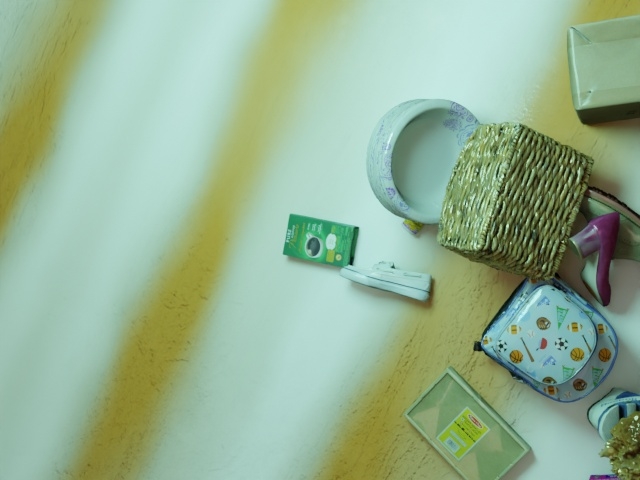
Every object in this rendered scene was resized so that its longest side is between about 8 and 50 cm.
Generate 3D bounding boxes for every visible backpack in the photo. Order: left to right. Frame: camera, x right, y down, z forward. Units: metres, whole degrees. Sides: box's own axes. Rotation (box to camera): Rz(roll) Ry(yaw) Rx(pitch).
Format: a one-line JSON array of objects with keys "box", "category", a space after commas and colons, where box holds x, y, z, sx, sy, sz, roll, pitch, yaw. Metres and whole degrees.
[{"box": [0.518, 0.221, 1.841, 0.263, 0.213, 0.276, 37, 101, 6], "category": "backpack"}]

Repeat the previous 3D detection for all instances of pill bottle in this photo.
[{"box": [0.238, -0.056, 2.024, 0.043, 0.043, 0.083, 43, 105, 16], "category": "pill bottle"}]

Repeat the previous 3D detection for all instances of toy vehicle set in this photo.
[{"box": [0.348, 0.455, 1.993, 0.267, 0.035, 0.166, 46, 106, 15], "category": "toy vehicle set"}]

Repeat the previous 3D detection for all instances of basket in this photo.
[{"box": [0.414, -0.084, 1.823, 0.223, 0.213, 0.299, 20, 86, -24], "category": "basket"}]

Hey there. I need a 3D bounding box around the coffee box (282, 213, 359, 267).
[{"box": [0.000, 0.000, 2.120, 0.184, 0.040, 0.113, 10, 95, 20], "category": "coffee box"}]

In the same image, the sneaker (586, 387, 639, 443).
[{"box": [0.718, 0.376, 1.802, 0.316, 0.182, 0.127, 3, 94, -8], "category": "sneaker"}]

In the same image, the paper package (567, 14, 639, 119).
[{"box": [0.671, -0.350, 1.701, 0.310, 0.325, 0.168, -6, 89, 21], "category": "paper package"}]

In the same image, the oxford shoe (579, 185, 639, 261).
[{"box": [0.638, -0.026, 1.829, 0.348, 0.123, 0.130, 33, 108, 19], "category": "oxford shoe"}]

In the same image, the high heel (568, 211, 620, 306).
[{"box": [0.621, 0.044, 1.809, 0.117, 0.082, 0.244, -32, 123, 2], "category": "high heel"}]

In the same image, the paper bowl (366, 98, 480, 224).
[{"box": [0.236, -0.185, 1.924, 0.148, 0.284, 0.284, 20, 101, 62], "category": "paper bowl"}]

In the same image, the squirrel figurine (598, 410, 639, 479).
[{"box": [0.758, 0.436, 1.596, 0.397, 0.281, 0.370, 31, 144, 19], "category": "squirrel figurine"}]

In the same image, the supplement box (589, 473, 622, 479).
[{"box": [0.635, 0.581, 1.783, 0.111, 0.220, 0.113, -10, 87, 21], "category": "supplement box"}]

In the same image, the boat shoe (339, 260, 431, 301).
[{"box": [0.163, 0.087, 2.045, 0.226, 0.083, 0.075, 16, 86, 8], "category": "boat shoe"}]
